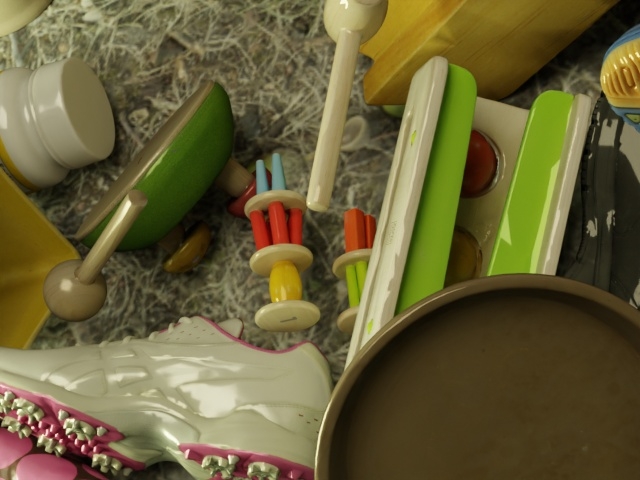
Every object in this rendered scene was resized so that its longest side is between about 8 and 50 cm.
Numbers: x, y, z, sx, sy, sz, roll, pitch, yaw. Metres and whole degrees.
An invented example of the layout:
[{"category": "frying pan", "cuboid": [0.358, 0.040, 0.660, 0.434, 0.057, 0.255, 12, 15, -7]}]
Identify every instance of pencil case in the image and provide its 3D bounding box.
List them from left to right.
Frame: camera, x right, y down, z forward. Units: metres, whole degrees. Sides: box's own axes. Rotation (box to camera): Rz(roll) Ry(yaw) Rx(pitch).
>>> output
[{"category": "pencil case", "cuboid": [-0.241, 0.223, 1.236, 0.209, 0.095, 0.098, 26, 108, 33]}]

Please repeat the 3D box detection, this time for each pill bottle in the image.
[{"category": "pill bottle", "cuboid": [-0.306, -0.093, 1.377, 0.209, 0.119, 0.119, -16, 63, 17]}]

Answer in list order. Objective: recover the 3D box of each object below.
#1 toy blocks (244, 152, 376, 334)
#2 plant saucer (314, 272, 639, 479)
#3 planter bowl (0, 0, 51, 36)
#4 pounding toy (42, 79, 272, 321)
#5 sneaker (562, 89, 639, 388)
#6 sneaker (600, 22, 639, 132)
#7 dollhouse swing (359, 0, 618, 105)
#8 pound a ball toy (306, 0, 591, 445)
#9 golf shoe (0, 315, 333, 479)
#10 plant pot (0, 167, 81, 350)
[{"category": "toy blocks", "cuboid": [0.000, 0.000, 1.208, 0.123, 0.054, 0.148, 3, 62, -18]}, {"category": "plant saucer", "cuboid": [0.133, 0.154, 1.030, 0.278, 0.041, 0.277, -1, 103, -3]}, {"category": "planter bowl", "cuboid": [-0.350, -0.302, 1.491, 0.162, 0.109, 0.162, -10, 65, 21]}, {"category": "pounding toy", "cuboid": [-0.122, -0.022, 1.261, 0.183, 0.110, 0.237, -41, 14, 38]}, {"category": "sneaker", "cuboid": [0.254, -0.008, 1.106, 0.130, 0.109, 0.286, 7, 80, 18]}, {"category": "sneaker", "cuboid": [0.313, -0.130, 0.849, 0.297, 0.112, 0.131, -6, 51, 23]}, {"category": "dollhouse swing", "cuboid": [0.219, -0.306, 1.261, 0.315, 0.305, 0.346, -43, 46, 54]}, {"category": "pound a ball toy", "cuboid": [0.071, -0.021, 1.121, 0.208, 0.136, 0.319, 13, 81, -7]}, {"category": "golf shoe", "cuboid": [-0.133, 0.121, 1.202, 0.306, 0.115, 0.140, 13, 62, 8]}, {"category": "plant pot", "cuboid": [-0.379, 0.037, 1.288, 0.187, 0.212, 0.212, -16, 34, 39]}]
